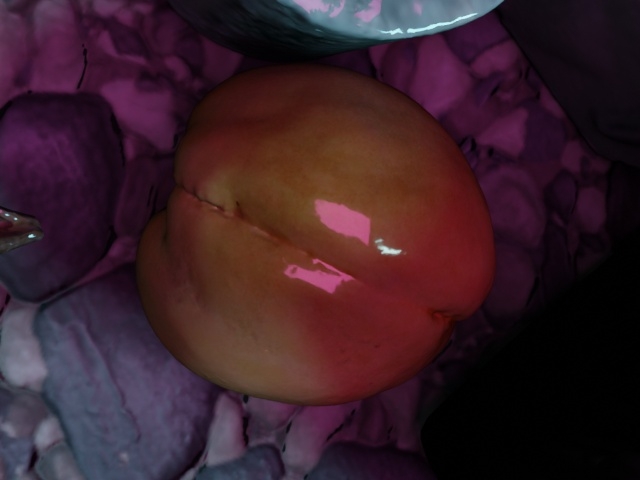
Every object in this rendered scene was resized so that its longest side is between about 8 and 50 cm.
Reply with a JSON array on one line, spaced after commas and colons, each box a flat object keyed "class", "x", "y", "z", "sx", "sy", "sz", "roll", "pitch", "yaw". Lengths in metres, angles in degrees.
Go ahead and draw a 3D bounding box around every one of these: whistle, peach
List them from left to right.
[{"class": "peach", "x": 0.000, "y": 0.000, "z": 0.484, "sx": 0.184, "sy": 0.184, "sz": 0.184, "roll": -1, "pitch": 94, "yaw": -14}, {"class": "whistle", "x": 0.070, "y": -0.171, "z": 0.492, "sx": 0.405, "sy": 0.168, "sz": 0.188, "roll": 16, "pitch": 91, "yaw": -19}]

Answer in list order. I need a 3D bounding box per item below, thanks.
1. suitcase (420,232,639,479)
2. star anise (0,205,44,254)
[{"class": "suitcase", "x": 0.235, "y": 0.065, "z": 0.464, "sx": 0.345, "sy": 0.339, "sz": 0.188, "roll": -39, "pitch": 94, "yaw": -10}, {"class": "star anise", "x": -0.307, "y": 0.010, "z": 0.440, "sx": 0.292, "sy": 0.109, "sz": 0.349, "roll": -44, "pitch": 93, "yaw": 0}]
